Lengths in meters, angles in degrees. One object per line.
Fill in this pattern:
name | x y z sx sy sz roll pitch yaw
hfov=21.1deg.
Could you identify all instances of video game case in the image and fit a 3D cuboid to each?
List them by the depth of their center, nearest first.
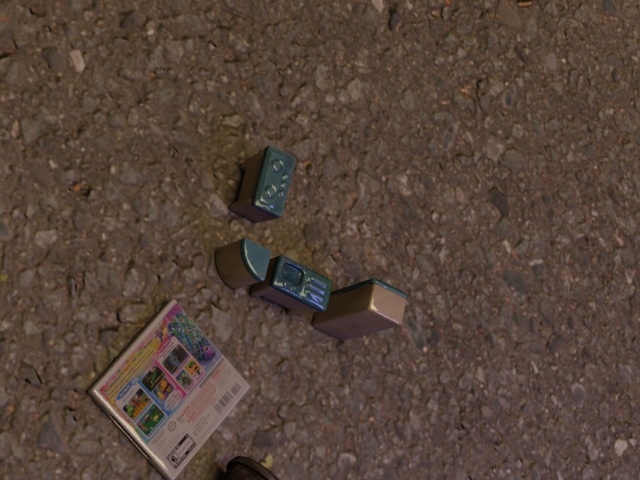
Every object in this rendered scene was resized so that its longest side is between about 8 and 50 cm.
video game case | -0.171 0.170 1.970 0.143 0.019 0.157 50 56 -15

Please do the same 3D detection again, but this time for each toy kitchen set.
toy kitchen set | 0.000 0.000 2.073 0.207 0.122 0.166 27 64 -29

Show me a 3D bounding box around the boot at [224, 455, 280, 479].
boot | -0.112 0.395 1.911 0.229 0.091 0.263 -22 94 -38
